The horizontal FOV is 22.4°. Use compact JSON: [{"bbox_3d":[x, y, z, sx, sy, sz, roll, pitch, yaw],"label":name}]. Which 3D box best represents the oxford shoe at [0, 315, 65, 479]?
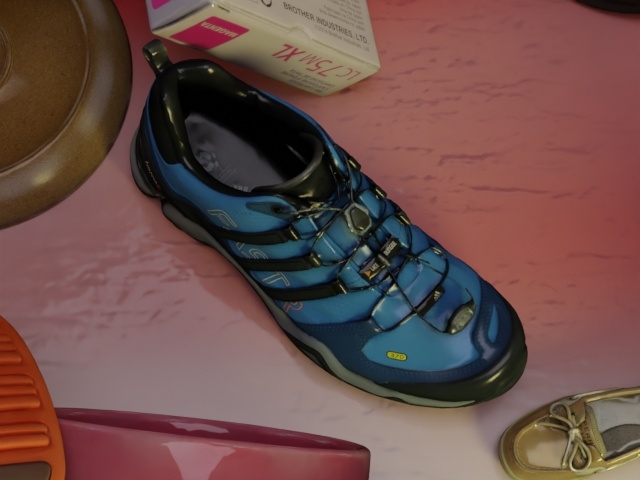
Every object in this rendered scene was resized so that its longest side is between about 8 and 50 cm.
[{"bbox_3d":[-0.267,0.085,0.923,0.364,0.130,0.132,35,114,42],"label":"oxford shoe"}]

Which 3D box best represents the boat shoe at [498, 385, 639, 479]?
[{"bbox_3d":[0.190,0.119,1.040,0.153,0.048,0.056,-9,72,-7],"label":"boat shoe"}]

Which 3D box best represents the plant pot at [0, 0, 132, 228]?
[{"bbox_3d":[-0.247,-0.120,1.099,0.236,0.032,0.236,1,72,-3],"label":"plant pot"}]

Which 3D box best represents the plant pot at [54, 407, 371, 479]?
[{"bbox_3d":[-0.081,0.196,0.930,0.201,0.201,0.180,7,86,-2],"label":"plant pot"}]

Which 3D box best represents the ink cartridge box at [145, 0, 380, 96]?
[{"bbox_3d":[-0.059,-0.263,1.088,0.065,0.186,0.311,-20,71,32],"label":"ink cartridge box"}]

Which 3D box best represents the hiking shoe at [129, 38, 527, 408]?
[{"bbox_3d":[0.000,0.000,1.023,0.304,0.132,0.113,34,73,8],"label":"hiking shoe"}]

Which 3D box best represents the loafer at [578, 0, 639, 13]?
[{"bbox_3d":[0.170,-0.235,1.143,0.220,0.078,0.080,28,72,6],"label":"loafer"}]
